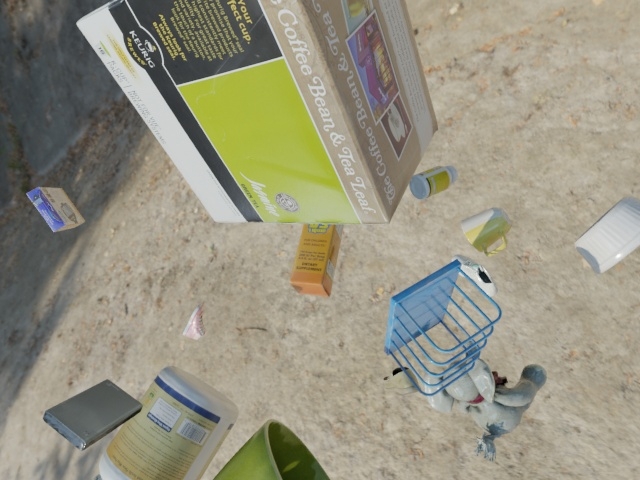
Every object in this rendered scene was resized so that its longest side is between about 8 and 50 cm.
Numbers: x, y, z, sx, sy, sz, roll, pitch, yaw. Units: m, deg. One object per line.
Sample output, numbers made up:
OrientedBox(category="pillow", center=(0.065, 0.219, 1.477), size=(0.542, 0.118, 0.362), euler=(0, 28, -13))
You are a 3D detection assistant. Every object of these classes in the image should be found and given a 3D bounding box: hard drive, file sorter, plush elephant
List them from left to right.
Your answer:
OrientedBox(category="hard drive", center=(-0.399, 0.305, 0.775), size=(0.094, 0.135, 0.022), euler=(29, 103, 13))
OrientedBox(category="file sorter", center=(0.174, 0.137, 0.640), size=(0.118, 0.170, 0.104), euler=(-27, 55, -16))
OrientedBox(category="plush elephant", center=(0.464, 0.428, 1.288), size=(0.271, 0.255, 0.330), euler=(-27, 10, 43))

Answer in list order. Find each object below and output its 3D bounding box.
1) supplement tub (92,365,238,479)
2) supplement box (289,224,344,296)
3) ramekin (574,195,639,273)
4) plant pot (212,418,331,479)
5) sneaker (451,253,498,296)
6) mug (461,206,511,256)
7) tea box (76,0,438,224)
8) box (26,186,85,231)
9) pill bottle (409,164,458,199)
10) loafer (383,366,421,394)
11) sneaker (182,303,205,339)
OrientedBox(category="supplement tub", center=(-0.369, 0.491, 1.042), size=(0.228, 0.228, 0.316), euler=(12, 63, 46))
OrientedBox(category="supplement box", center=(0.000, 0.000, 0.950), size=(0.078, 0.080, 0.234), euler=(4, 63, 18))
OrientedBox(category="ramekin", center=(0.967, -0.026, 1.430), size=(0.273, 0.273, 0.127), euler=(-48, 69, 11))
OrientedBox(category="plant pot", center=(-0.117, 0.476, 0.646), size=(0.293, 0.275, 0.275), euler=(-37, 43, -5))
OrientedBox(category="sneaker", center=(0.565, 0.107, 1.595), size=(0.080, 0.094, 0.212), euler=(-38, 50, -6))
OrientedBox(category="mug", center=(0.281, -0.016, 0.719), size=(0.064, 0.062, 0.078), euler=(-36, 71, 31))
OrientedBox(category="tea box", center=(-0.059, -0.210, 0.577), size=(0.323, 0.329, 0.220), euler=(4, 47, 35))
OrientedBox(category="box", center=(-0.496, -0.059, 0.819), size=(0.028, 0.081, 0.136), euler=(-32, 11, -7))
OrientedBox(category="pill bottle", center=(0.283, -0.148, 1.078), size=(0.116, 0.065, 0.065), euler=(-23, 35, -25))
OrientedBox(category="loafer", center=(0.315, 0.540, 1.697), size=(0.268, 0.101, 0.092), euler=(131, 133, -70))
OrientedBox(category="sneaker", center=(-0.419, 0.285, 1.504), size=(0.134, 0.070, 0.051), euler=(-61, 4, 16))
